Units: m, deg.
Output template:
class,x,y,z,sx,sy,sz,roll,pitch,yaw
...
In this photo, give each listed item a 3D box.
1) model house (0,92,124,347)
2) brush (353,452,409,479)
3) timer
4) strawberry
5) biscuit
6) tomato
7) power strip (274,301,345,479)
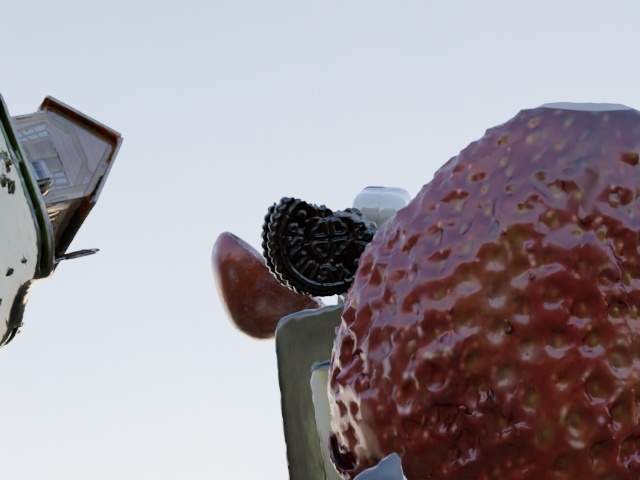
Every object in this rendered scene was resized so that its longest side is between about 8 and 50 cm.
class,x,y,z,sx,sy,sz,roll,pitch,yaw
model house,-0.293,-0.027,1.675,0.154,0.207,0.294,-15,-19,-31
brush,-0.095,0.154,0.421,0.301,0.071,0.084,-37,-61,-7
timer,0.052,0.071,1.658,0.078,0.253,0.178,4,5,5
strawberry,0.133,0.050,0.972,0.238,0.250,0.288,18,-65,21
biscuit,0.000,0.000,1.147,0.087,0.027,0.089,-33,-73,-14
tomato,-0.076,0.065,1.839,0.159,0.139,0.091,39,-92,-17
power strip,0.096,0.160,1.189,0.251,0.257,0.092,-12,-13,20
